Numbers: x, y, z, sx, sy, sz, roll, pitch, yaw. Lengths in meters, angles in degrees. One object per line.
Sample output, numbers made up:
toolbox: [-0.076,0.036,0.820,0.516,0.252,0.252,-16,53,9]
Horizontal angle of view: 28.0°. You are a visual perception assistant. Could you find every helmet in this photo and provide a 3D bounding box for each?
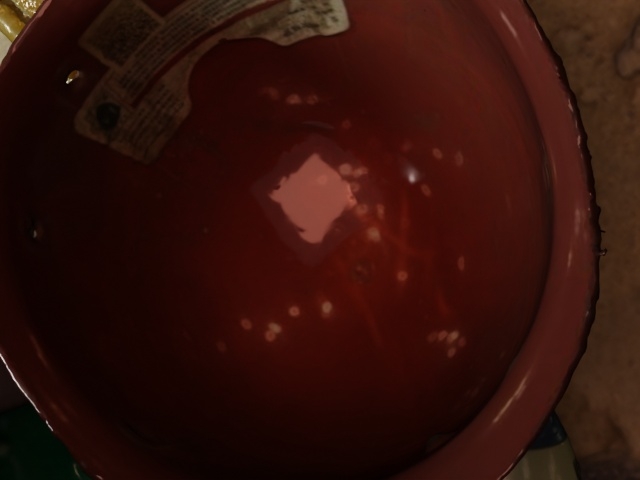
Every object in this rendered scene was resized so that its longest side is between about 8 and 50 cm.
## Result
helmet: [0.000,0.000,0.761,0.337,0.230,0.385,-37,70,5]

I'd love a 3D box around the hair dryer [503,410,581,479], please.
hair dryer: [0.173,0.269,0.792,0.298,0.119,0.295,21,100,2]

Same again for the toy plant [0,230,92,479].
toy plant: [-0.203,0.116,0.850,0.280,0.185,0.400,-14,92,-15]

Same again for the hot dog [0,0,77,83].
hot dog: [-0.194,-0.165,0.910,0.088,0.061,0.286,-41,80,14]
